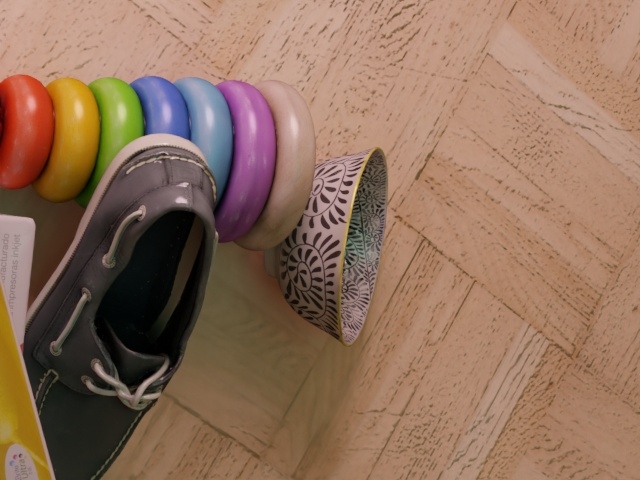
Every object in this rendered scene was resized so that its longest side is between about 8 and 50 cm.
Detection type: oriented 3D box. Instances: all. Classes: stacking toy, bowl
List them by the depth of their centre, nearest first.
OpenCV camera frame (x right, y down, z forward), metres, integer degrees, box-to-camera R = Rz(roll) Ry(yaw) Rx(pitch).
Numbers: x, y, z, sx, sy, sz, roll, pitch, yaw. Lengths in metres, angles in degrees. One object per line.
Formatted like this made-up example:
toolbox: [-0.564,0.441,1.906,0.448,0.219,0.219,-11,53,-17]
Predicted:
stacking toy: [-0.174,-0.078,1.511,0.330,0.141,0.141,7,89,-29]
bowl: [0.000,0.000,1.635,0.170,0.080,0.170,9,90,-77]

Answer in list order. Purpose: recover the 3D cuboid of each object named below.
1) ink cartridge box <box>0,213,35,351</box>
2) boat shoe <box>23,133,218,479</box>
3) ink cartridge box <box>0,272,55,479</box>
ink cartridge box: [-0.360,0.065,1.405,0.273,0.114,0.197,6,90,-31]
boat shoe: [-0.159,0.076,1.480,0.116,0.099,0.319,14,113,-25]
ink cartridge box: [-0.353,0.092,1.305,0.307,0.072,0.303,-20,103,-31]
